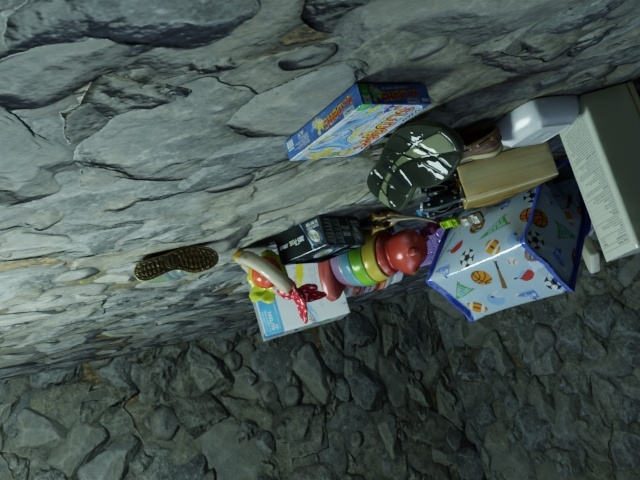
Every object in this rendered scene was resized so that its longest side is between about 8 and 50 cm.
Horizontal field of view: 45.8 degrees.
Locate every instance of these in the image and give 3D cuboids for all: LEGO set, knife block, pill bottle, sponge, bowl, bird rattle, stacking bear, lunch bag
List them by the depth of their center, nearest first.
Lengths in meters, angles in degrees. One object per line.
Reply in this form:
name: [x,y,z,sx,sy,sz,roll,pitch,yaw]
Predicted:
bowl: [0.414,-0.223,1.446,0.142,0.053,0.142,-11,166,-32]
knife block: [0.360,-0.134,1.717,0.242,0.088,0.275,-8,167,-40]
bird rattle: [-0.121,0.106,1.888,0.143,0.207,0.253,-50,-146,-5]
LEGO set: [0.334,-0.085,1.922,0.093,0.087,0.227,-40,-167,-29]
lunch bag: [0.494,-0.016,1.933,0.328,0.239,0.385,-26,-150,44]
stacking bear: [0.151,0.045,2.019,0.289,0.164,0.175,-13,-169,33]
sponge: [0.302,0.026,2.369,0.210,0.117,0.031,-16,171,-1]
pill bottle: [0.168,0.118,2.627,0.221,0.121,0.121,-11,168,-24]

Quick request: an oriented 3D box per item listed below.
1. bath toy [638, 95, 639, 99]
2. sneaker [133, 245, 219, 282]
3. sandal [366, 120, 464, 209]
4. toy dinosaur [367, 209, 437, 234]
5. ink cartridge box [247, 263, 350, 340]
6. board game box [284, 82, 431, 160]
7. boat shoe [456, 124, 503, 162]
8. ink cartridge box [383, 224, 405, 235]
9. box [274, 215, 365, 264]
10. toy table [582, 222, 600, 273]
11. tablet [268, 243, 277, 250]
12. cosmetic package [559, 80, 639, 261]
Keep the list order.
bath toy: [0.690,-0.241,1.561,0.151,0.129,0.348,-59,171,-8]
sneaker: [-0.334,0.056,1.732,0.192,0.064,0.086,-12,176,-20]
sandal: [0.170,-0.147,1.378,0.086,0.120,0.303,-41,-179,-21]
toy dinosaur: [0.182,-0.058,1.922,0.112,0.064,0.211,-18,-169,-28]
ink cartridge box: [-0.072,0.178,2.366,0.270,0.197,0.198,-15,170,-9]
board game box: [0.054,-0.180,1.164,0.136,0.035,0.201,-8,167,-36]
boat shoe: [0.255,-0.180,1.434,0.178,0.064,0.060,-13,136,5]
ink cartridge box: [0.150,0.008,2.242,0.206,0.045,0.208,-20,168,16]
box: [0.000,0.000,1.888,0.147,0.078,0.180,-24,167,32]
toy table: [0.706,-0.052,2.066,0.252,0.161,0.274,-29,126,7]
tablet: [-0.109,0.015,1.995,0.054,0.006,0.083,-16,170,-2]
cosmetic package: [0.581,-0.130,1.474,0.113,0.309,0.160,-16,170,-4]
